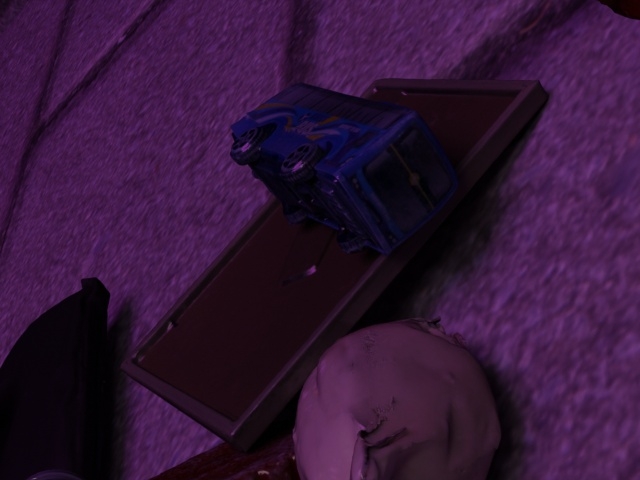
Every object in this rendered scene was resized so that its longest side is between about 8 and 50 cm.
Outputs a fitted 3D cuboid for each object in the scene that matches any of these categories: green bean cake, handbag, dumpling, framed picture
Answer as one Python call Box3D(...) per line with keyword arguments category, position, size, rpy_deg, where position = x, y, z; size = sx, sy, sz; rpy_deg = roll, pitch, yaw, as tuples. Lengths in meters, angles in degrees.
Box3D(category="green bean cake", position=(-0.057, 0.168, 0.892), size=(0.135, 0.056, 0.136), rpy_deg=(-21, 4, -16))
Box3D(category="handbag", position=(-0.261, 0.184, 1.293), size=(0.191, 0.075, 0.332), rpy_deg=(-47, 26, 26))
Box3D(category="dumpling", position=(0.035, 0.120, 0.798), size=(0.136, 0.118, 0.199), rpy_deg=(-63, -7, 22))
Box3D(category="framed picture", position=(0.000, 0.000, 1.013), size=(0.324, 0.020, 0.240), rpy_deg=(-49, 23, -14))

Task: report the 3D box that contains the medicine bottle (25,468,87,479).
Box3D(category="medicine bottle", position=(-0.164, 0.192, 0.853), size=(0.090, 0.090, 0.217), rpy_deg=(-60, 10, -5))

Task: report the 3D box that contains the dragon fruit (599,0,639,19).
Box3D(category="dragon fruit", position=(0.226, -0.254, 0.684), size=(0.277, 0.277, 0.342), rpy_deg=(-14, 51, 56))

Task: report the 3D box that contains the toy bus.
Box3D(category="toy bus", position=(0.008, -0.059, 0.974), size=(0.094, 0.079, 0.236), rpy_deg=(-44, 23, -8))
